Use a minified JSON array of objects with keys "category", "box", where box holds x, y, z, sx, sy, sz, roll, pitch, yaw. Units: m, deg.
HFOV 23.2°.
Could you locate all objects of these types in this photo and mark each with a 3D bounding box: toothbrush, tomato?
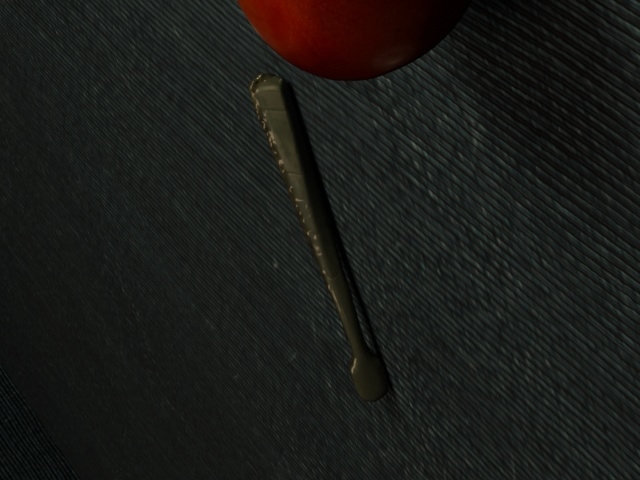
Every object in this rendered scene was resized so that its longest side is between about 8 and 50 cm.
[{"category":"toothbrush","box":[0.000,0.000,1.265,0.030,0.030,0.297,-137,26,-66]},{"category":"tomato","box":[0.011,-0.186,0.845,0.195,0.136,0.195,51,159,28]}]
